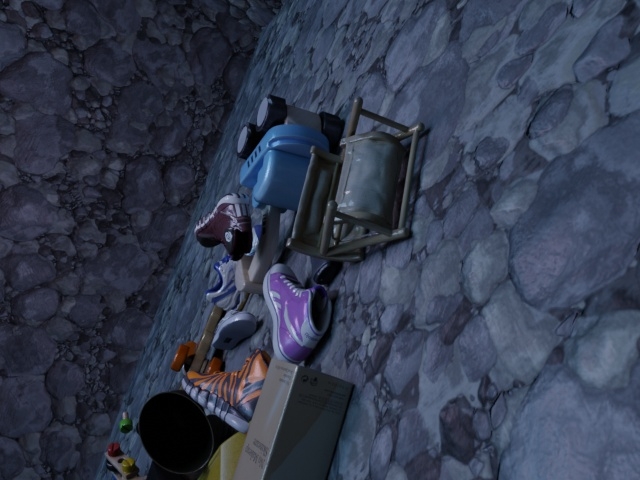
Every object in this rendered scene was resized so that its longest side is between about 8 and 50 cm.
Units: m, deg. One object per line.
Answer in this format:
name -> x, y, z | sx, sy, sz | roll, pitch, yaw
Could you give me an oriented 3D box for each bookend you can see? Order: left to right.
bookend -> -0.393, 0.654, 1.474 | 0.157, 0.072, 0.156 | 16, 87, 65

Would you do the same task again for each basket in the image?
basket -> -0.356, 0.457, 1.496 | 0.154, 0.204, 0.227 | -35, 2, -12

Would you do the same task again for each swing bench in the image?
swing bench -> 0.067, -0.107, 1.224 | 0.254, 0.165, 0.253 | 142, 144, -62

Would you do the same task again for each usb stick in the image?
usb stick -> 0.000, 0.000, 1.435 | 0.077, 0.045, 0.278 | -57, 23, 28

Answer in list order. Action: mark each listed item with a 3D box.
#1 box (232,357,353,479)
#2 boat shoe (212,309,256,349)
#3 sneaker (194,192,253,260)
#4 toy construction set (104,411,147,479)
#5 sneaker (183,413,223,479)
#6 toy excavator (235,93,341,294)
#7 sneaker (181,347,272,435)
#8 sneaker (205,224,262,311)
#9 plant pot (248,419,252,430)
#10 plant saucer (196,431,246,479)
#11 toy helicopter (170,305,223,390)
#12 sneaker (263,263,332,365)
box -> -0.063, 0.386, 1.090 | 0.148, 0.121, 0.311 | -13, 57, 65
boat shoe -> -0.256, 0.245, 1.748 | 0.258, 0.095, 0.084 | -39, 39, 50
sneaker -> -0.268, -0.002, 1.667 | 0.281, 0.106, 0.162 | -44, 56, 51
toy construction set -> -0.476, 0.684, 1.659 | 0.309, 0.257, 0.237 | -61, 31, 15
sneaker -> -0.329, 0.592, 1.616 | 0.118, 0.083, 0.222 | -50, 16, 49
toy excavator -> -0.131, -0.114, 1.686 | 0.433, 0.222, 0.445 | -41, 42, 52
sneaker -> -0.192, 0.337, 1.422 | 0.321, 0.124, 0.180 | 15, 68, 44
sneaker -> -0.263, 0.077, 1.888 | 0.296, 0.131, 0.112 | -68, 19, -4
plant pot -> -0.091, 0.399, 1.215 | 0.083, 0.081, 0.081 | -41, 31, 31
plant saucer -> -0.237, 0.629, 1.336 | 0.333, 0.081, 0.333 | -58, 23, 24
toy helicopter -> -0.387, 0.356, 1.969 | 0.355, 0.140, 0.235 | -75, 10, -49
sneaker -> -0.041, 0.129, 1.348 | 0.161, 0.102, 0.282 | -51, 37, 29
